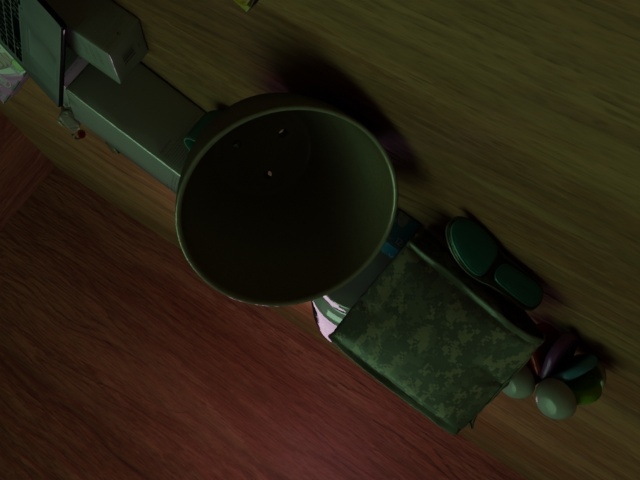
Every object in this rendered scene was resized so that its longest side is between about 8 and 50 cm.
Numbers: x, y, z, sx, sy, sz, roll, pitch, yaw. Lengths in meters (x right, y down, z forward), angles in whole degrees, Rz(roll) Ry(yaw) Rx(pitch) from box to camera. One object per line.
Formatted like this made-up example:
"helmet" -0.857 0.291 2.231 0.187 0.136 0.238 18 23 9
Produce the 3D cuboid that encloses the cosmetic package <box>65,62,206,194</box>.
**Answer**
"cosmetic package" -0.355 -0.238 1.712 0.365 0.155 0.197 39 166 -6

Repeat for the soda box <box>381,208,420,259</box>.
"soda box" 0.075 -0.054 1.437 0.210 0.067 0.071 35 166 7

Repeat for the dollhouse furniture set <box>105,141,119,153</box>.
"dollhouse furniture set" -0.447 -0.270 1.923 0.123 0.144 0.151 14 140 48

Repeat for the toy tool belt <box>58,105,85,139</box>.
"toy tool belt" -0.603 -0.291 1.916 0.083 0.052 0.051 52 -169 -42

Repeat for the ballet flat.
"ballet flat" 0.268 0.040 1.266 0.213 0.072 0.068 40 171 -15

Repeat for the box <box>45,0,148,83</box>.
"box" -0.425 -0.399 1.478 0.170 0.091 0.130 36 167 3

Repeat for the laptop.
"laptop" -0.702 -0.408 1.463 0.408 0.236 0.382 48 158 -4

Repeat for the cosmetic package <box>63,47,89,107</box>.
"cosmetic package" -0.572 -0.387 1.843 0.085 0.117 0.231 34 168 7

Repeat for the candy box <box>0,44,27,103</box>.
"candy box" -0.746 -0.457 1.857 0.159 0.071 0.233 40 125 -17

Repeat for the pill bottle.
"pill bottle" 0.081 0.103 1.651 0.210 0.210 0.363 34 166 12

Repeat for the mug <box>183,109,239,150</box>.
"mug" -0.188 -0.191 1.573 0.129 0.097 0.158 31 166 22

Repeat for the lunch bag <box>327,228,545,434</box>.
"lunch bag" 0.205 0.159 1.342 0.287 0.235 0.169 41 -162 9

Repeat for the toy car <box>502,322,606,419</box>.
"toy car" 0.415 0.217 1.398 0.182 0.159 0.136 25 126 41

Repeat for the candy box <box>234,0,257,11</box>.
"candy box" -0.132 -0.366 0.931 0.186 0.053 0.109 38 166 -12

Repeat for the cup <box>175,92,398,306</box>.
"cup" -0.070 -0.098 1.237 0.331 0.331 0.237 45 -169 -32
